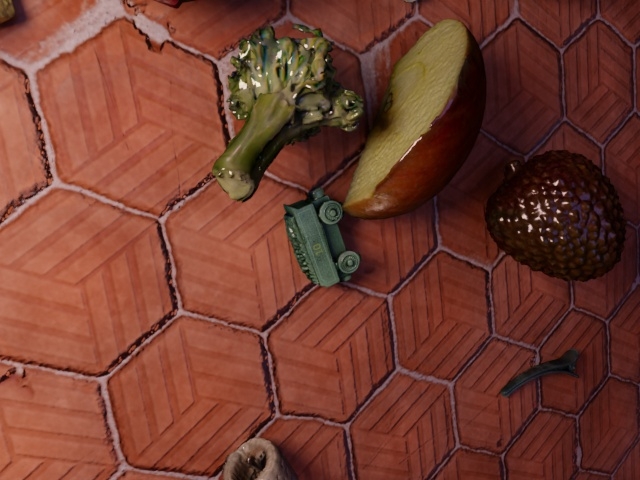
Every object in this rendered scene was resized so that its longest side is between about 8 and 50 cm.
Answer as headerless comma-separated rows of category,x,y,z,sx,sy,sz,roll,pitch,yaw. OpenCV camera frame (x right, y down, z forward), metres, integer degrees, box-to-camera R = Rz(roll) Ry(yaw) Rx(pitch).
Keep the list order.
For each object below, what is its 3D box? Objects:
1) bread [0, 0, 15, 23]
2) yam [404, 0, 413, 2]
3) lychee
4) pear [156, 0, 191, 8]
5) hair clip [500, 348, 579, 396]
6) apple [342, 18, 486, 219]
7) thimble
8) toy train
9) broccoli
bread,-0.499,-0.345,0.556,0.236,0.198,0.263,-40,119,-55
yam,0.160,-0.485,0.900,0.054,0.054,0.132,13,91,-29
lychee,0.447,-0.044,1.000,0.236,0.236,0.271,-27,70,-23
pear,-0.226,-0.437,0.582,0.375,0.287,0.287,19,87,-7
hair clip,0.497,0.304,1.192,0.230,0.039,0.070,-9,100,-22
apple,0.167,-0.184,0.852,0.346,0.179,0.254,-67,157,-18
thimble,-0.095,0.382,0.837,0.102,0.115,0.090,-38,113,-22
toy train,0.000,0.000,0.868,0.099,0.070,0.172,-25,108,-16
broccoli,-0.038,-0.159,0.730,0.199,0.177,0.274,5,52,-8
